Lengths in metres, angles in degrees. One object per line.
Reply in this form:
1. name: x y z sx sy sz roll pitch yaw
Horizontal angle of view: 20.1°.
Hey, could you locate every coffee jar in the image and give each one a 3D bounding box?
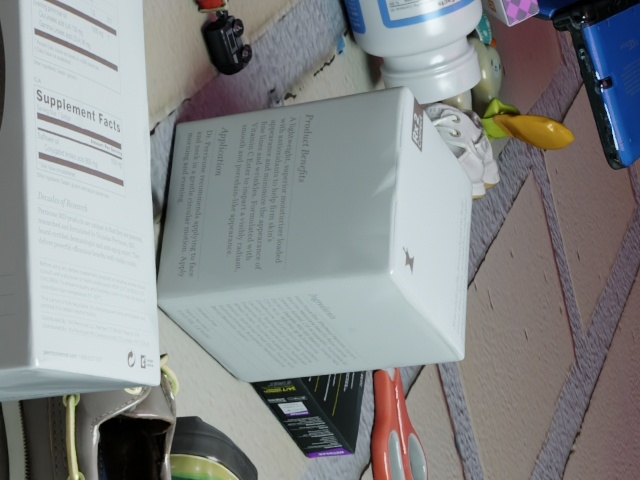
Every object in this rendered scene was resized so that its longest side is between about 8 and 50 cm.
1. coffee jar: -0.092 0.209 1.159 0.096 0.079 0.184 55 35 -50

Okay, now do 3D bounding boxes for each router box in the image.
1. router box: -0.003 0.067 1.467 0.133 0.046 0.179 58 33 -47

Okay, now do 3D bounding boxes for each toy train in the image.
1. toy train: -0.088 -0.196 1.364 0.036 0.027 0.158 -51 132 -47

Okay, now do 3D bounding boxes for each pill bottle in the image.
1. pill bottle: 0.079 -0.243 1.658 0.124 0.124 0.222 -55 134 -59

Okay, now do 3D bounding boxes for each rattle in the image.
1. rattle: 0.207 -0.184 1.946 0.130 0.142 0.200 55 38 -25

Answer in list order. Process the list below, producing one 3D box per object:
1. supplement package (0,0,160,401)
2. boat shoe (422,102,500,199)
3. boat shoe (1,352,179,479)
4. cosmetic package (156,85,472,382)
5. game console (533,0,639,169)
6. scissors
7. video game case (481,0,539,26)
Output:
1. supplement package: -0.177 -0.043 0.945 0.134 0.139 0.244 20 64 -67
2. boat shoe: 0.110 -0.083 1.734 0.277 0.098 0.096 -34 115 -76
3. boat shoe: -0.130 0.113 1.068 0.116 0.096 0.324 34 53 -62
4. cosmetic package: 0.000 0.000 1.309 0.151 0.183 0.151 50 40 -54
5. game console: 0.254 -0.202 1.979 0.293 0.173 0.250 -30 105 -66
6. scissors: 0.058 0.114 1.636 0.109 0.021 0.297 -31 114 -64
7. video game case: 0.121 -0.341 1.746 0.210 0.041 0.232 48 -17 57
